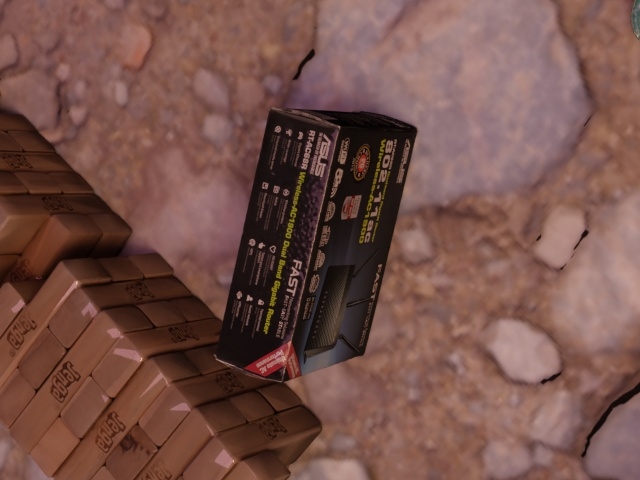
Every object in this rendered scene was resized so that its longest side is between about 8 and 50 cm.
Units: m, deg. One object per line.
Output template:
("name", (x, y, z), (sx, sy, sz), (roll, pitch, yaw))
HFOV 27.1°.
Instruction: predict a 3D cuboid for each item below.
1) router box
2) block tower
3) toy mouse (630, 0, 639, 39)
("router box", (0.000, 0.000, 0.626), (0.038, 0.092, 0.122), (18, 102, 23))
("block tower", (-0.145, 0.028, 0.699), (0.335, 0.097, 0.091), (45, 111, 18))
("toy mouse", (0.171, -0.127, 0.568), (0.143, 0.031, 0.161), (-8, 90, 26))
